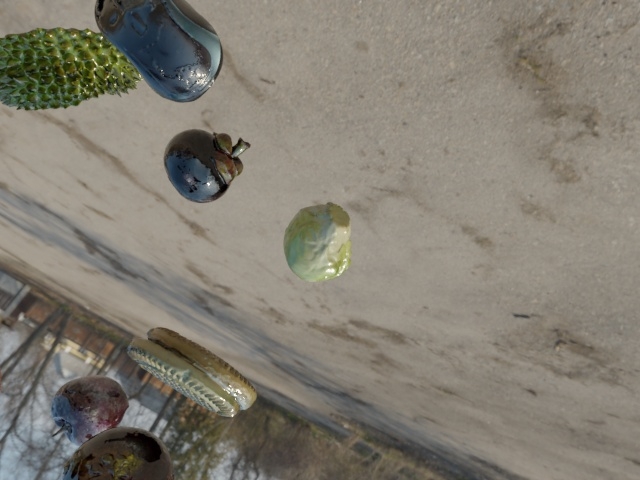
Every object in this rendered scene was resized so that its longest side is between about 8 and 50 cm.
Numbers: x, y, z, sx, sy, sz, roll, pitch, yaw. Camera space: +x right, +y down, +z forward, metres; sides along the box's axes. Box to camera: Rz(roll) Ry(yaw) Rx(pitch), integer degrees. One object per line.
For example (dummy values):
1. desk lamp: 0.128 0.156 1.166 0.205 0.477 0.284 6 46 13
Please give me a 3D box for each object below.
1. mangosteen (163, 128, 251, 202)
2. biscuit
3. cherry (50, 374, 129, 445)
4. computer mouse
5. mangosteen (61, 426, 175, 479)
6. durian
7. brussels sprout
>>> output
1. mangosteen: -0.311 -0.220 1.392 0.250 0.211 0.211 -21 146 2
2. biscuit: -0.243 0.252 0.943 0.259 0.079 0.259 26 154 14
3. cherry: -0.632 0.460 1.363 0.195 0.195 0.195 25 157 11
4. computer mouse: -0.254 -0.320 0.753 0.233 0.137 0.096 47 -170 2
5. mangosteen: -0.369 0.455 0.922 0.192 0.192 0.217 24 142 12
6. durian: -0.554 -0.367 1.056 0.356 0.169 0.157 -6 113 -5
7. brussels sprout: -0.005 0.013 1.761 0.243 0.273 0.317 18 163 -23
